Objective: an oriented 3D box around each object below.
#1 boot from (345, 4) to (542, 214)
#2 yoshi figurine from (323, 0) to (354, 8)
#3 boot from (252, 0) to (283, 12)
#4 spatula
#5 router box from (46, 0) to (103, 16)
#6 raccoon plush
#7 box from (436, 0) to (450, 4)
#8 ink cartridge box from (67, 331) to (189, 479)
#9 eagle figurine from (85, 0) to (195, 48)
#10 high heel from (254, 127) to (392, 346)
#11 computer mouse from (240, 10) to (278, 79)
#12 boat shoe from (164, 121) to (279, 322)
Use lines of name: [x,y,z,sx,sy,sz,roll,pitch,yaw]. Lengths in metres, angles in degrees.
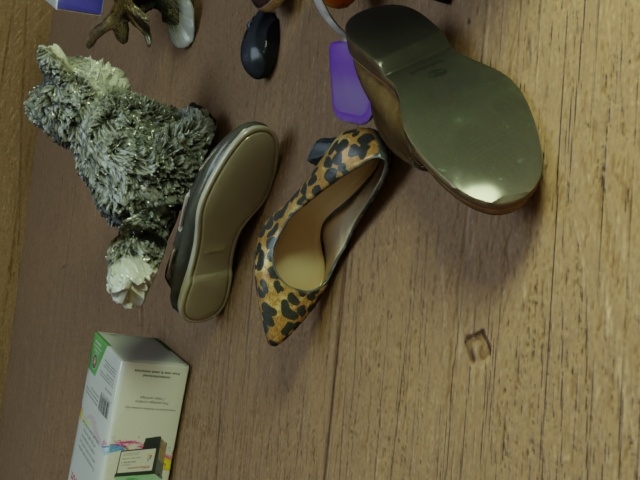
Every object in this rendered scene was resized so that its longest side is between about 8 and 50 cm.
boot: [0.117,-0.106,0.949,0.305,0.112,0.115,-120,15,-46]
yoshi figurine: [0.032,-0.427,1.057,0.362,0.203,0.203,120,146,-42]
boot: [-0.138,-0.442,1.397,0.090,0.207,0.248,-37,44,28]
spatula: [0.005,-0.267,1.115,0.084,0.030,0.296,24,141,52]
router box: [-0.443,-0.595,1.794,0.301,0.082,0.335,42,124,56]
raccoon plush: [-0.336,-0.130,1.503,0.216,0.299,0.446,-59,13,25]
box: [0.129,-0.324,1.032,0.137,0.027,0.094,-68,30,25]
ink cartridge box: [-0.319,0.310,1.644,0.201,0.117,0.278,19,99,64]
eagle figurine: [-0.306,-0.505,1.847,0.226,0.225,0.298,3,46,26]
high heel: [0.000,0.000,1.111,0.186,0.093,0.261,7,80,70]
computer mouse: [-0.097,-0.344,1.483,0.071,0.041,0.242,-46,42,51]
boat shoe: [-0.155,-0.035,1.415,0.095,0.112,0.335,48,129,38]
